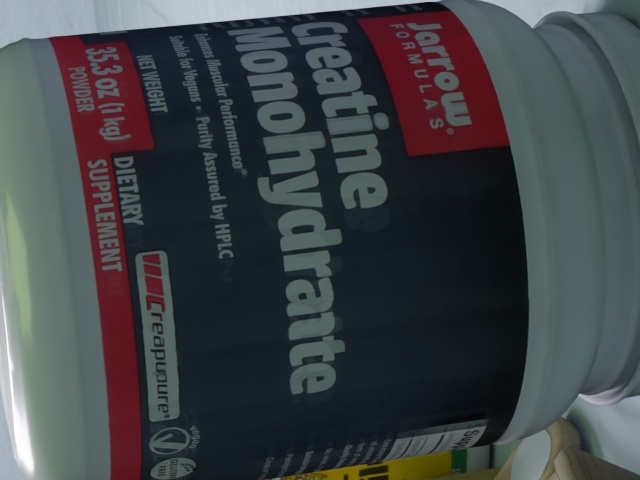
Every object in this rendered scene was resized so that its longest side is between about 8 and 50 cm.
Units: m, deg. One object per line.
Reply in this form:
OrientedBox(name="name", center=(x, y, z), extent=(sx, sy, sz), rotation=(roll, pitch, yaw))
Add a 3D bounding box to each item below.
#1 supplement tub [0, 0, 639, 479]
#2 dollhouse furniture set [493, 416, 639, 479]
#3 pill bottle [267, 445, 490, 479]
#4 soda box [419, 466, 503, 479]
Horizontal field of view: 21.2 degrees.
OrientedBox(name="supplement tub", center=(0.000, 0.000, 0.712), extent=(0.191, 0.272, 0.191), rotation=(173, 90, -77))
OrientedBox(name="dollhouse furniture set", center=(-0.042, 0.125, 0.703), extent=(0.174, 0.355, 0.303), rotation=(-59, 19, 20))
OrientedBox(name="pill bottle", center=(-0.016, 0.113, 1.001), extent=(0.117, 0.208, 0.118), rotation=(172, 90, -77))
OrientedBox(name="soda box", center=(0.075, 0.199, 1.000), extent=(0.181, 0.058, 0.061), rotation=(104, 155, -57))
